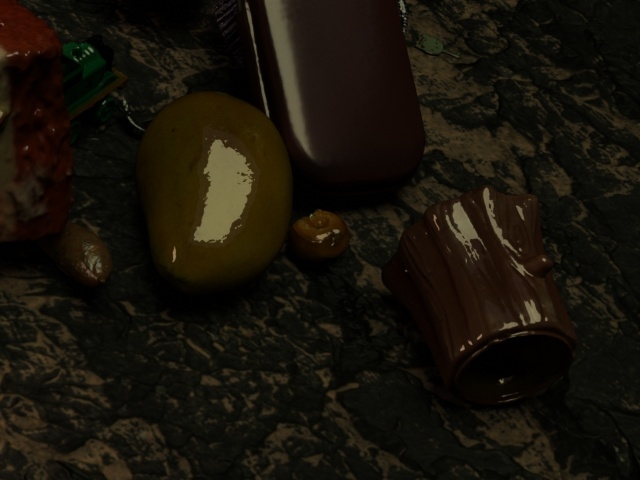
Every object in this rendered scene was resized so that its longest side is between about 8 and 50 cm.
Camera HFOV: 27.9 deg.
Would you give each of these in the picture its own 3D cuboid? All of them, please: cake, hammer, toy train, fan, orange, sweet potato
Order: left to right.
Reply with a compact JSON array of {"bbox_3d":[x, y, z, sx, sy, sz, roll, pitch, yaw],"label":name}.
[{"bbox_3d":[-0.483,-0.136,1.548,0.319,0.269,0.270,-20,39,-32],"label":"cake"},{"bbox_3d":[-0.326,0.003,1.651,0.068,0.068,0.226,-25,44,-38],"label":"sweet potato"},{"bbox_3d":[-0.356,-0.218,1.816,0.091,0.136,0.227,31,45,13],"label":"toy train"},{"bbox_3d":[-0.204,-0.193,1.926,0.201,0.021,0.078,-19,68,-39],"label":"hammer"},{"bbox_3d":[0.000,0.000,1.774,0.086,0.062,0.086,0,36,0],"label":"orange"},{"bbox_3d":[0.205,-0.336,2.249,0.083,0.004,0.056,23,41,4],"label":"fan"}]

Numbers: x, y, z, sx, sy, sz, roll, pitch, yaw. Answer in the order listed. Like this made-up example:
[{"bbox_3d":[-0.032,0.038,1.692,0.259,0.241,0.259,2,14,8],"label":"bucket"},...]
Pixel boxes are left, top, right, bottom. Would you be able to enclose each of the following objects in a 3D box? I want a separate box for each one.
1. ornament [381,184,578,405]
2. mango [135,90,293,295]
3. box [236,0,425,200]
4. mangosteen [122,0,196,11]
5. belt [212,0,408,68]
[{"bbox_3d":[0.217,0.085,1.678,0.235,0.221,0.217,-26,52,11],"label":"ornament"},{"bbox_3d":[-0.141,-0.060,1.708,0.211,0.173,0.317,6,52,-11],"label":"mango"},{"bbox_3d":[0.014,-0.252,1.900,0.263,0.108,0.404,-4,77,-25],"label":"box"},{"bbox_3d":[-0.264,-0.475,2.062,0.216,0.216,0.216,11,42,-10],"label":"mangosteen"},{"bbox_3d":[-0.012,-0.360,2.062,0.325,0.122,0.260,-3,72,-36],"label":"belt"}]
